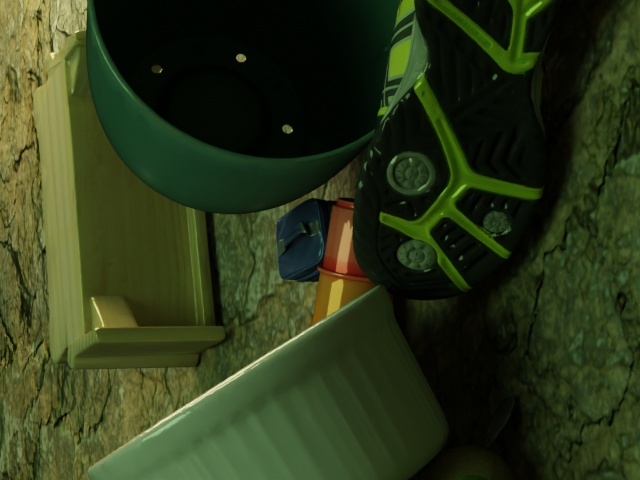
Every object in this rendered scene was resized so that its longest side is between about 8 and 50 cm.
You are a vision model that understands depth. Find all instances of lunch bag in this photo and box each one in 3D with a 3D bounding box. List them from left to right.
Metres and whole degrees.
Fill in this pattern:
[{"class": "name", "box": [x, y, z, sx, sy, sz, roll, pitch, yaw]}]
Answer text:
[{"class": "lunch bag", "box": [0.000, 0.000, 1.525, 0.098, 0.065, 0.067, -34, 60, 56]}]

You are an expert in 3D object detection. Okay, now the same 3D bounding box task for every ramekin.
[{"class": "ramekin", "box": [-0.033, 0.163, 1.301, 0.135, 0.277, 0.277, 58, 145, 2]}]

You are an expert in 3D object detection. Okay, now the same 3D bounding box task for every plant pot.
[{"class": "plant pot", "box": [-0.076, -0.156, 1.463, 0.235, 0.293, 0.293, 125, 138, -64]}]

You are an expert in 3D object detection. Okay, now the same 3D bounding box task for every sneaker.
[{"class": "sneaker", "box": [0.120, -0.127, 1.289, 0.147, 0.145, 0.384, -74, -1, -62]}]

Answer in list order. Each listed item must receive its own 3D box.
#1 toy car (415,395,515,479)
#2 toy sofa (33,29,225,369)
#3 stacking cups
[{"class": "toy car", "box": [0.127, 0.214, 1.269, 0.188, 0.149, 0.155, -79, 15, -54]}, {"class": "toy sofa", "box": [-0.215, -0.039, 1.825, 0.177, 0.150, 0.362, 147, 120, -61]}, {"class": "stacking cups", "box": [0.027, 0.122, 1.460, 0.096, 0.096, 0.316, 24, 106, 59]}]
